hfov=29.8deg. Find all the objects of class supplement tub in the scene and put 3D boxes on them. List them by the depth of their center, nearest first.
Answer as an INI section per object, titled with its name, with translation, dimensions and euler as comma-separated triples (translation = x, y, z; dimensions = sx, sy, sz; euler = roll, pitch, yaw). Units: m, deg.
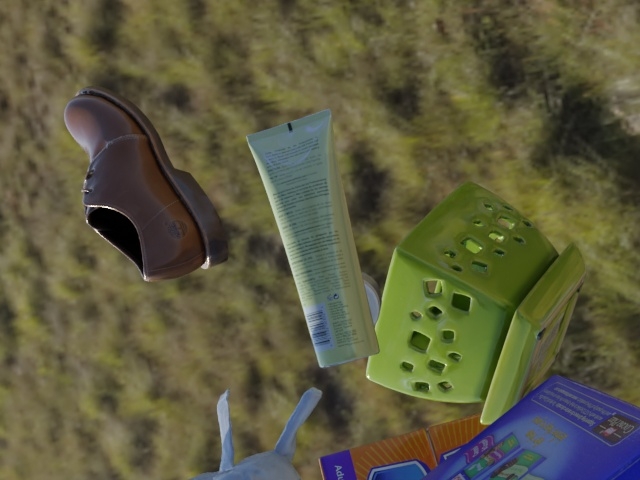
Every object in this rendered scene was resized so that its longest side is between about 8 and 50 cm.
[supplement tub]
translation = 0.034, 0.072, 1.361
dimensions = 0.107, 0.071, 0.071
euler = -27, -77, -86

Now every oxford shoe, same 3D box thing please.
[oxford shoe]
translation = -0.153, -0.047, 0.906
dimensions = 0.212, 0.076, 0.076
euler = 47, 151, 38

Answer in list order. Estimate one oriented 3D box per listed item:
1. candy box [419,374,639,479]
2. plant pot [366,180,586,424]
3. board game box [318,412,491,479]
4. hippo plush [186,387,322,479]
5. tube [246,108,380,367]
[candy box]
translation = 0.073, 0.226, 0.695
dimensions = 0.122, 0.317, 0.268
euler = 54, 179, 0
[plant pot]
translation = 0.213, 0.091, 1.588
dimensions = 0.207, 0.228, 0.227
euler = 26, 128, 21
[board game box]
translation = 0.224, 0.517, 1.976
dimensions = 0.356, 0.356, 0.356
euler = 76, 179, -66
[hippo plush]
translation = -0.063, 0.331, 1.270
dimensions = 0.234, 0.236, 0.294
euler = -5, 64, 32
[tube]
translation = 0.000, 0.000, 1.159
dimensions = 0.062, 0.070, 0.240
euler = 154, 100, -70
